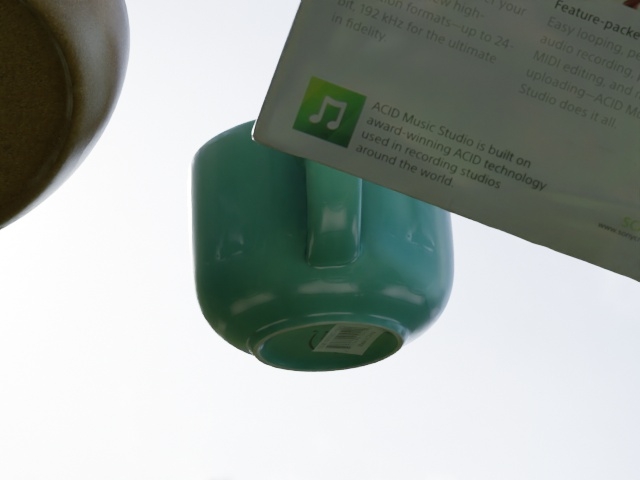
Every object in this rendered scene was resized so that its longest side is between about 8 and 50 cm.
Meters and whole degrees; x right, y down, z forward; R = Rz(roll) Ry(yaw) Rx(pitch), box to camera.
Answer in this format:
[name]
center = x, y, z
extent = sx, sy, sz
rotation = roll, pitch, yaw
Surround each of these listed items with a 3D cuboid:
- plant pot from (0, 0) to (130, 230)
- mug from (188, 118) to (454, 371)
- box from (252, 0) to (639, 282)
[plant pot]
center = -0.190, -0.059, 0.711
extent = 0.236, 0.032, 0.236
rotation = -10, -39, -8
[mug]
center = -0.006, 0.003, 0.861
extent = 0.129, 0.097, 0.157
rotation = -15, -24, 26
[box]
center = 0.137, -0.142, 0.606
extent = 0.232, 0.058, 0.322
rotation = 21, -67, -2
